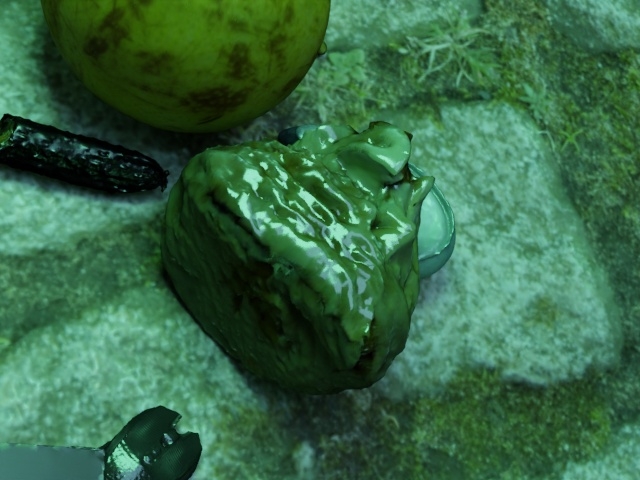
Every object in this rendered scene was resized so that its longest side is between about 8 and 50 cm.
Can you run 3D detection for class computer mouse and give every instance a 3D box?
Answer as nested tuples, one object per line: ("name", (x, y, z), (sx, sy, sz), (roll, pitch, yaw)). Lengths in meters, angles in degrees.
("computer mouse", (-0.154, 0.194, 1.276), (0.079, 0.047, 0.135), (50, 53, 0))

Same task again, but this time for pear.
("pear", (-0.125, -0.230, 1.358), (0.281, 0.281, 0.280), (11, 63, -23))

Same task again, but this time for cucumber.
("cucumber", (-0.225, -0.075, 1.364), (0.181, 0.053, 0.053), (15, 61, -24))

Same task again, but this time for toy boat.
("toy boat", (0.035, -0.028, 1.475), (0.208, 0.079, 0.134), (23, 60, -4))

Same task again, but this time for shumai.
("shumai", (-0.001, 0.001, 1.348), (0.256, 0.189, 0.218), (45, 62, 5))

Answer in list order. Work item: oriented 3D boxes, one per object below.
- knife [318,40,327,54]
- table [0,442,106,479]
("knife", (-0.049, -0.288, 1.488), (0.256, 0.022, 0.046), (59, 13, -32))
("table", (-0.277, 0.253, 1.109), (0.193, 0.169, 0.172), (8, 64, -26))
